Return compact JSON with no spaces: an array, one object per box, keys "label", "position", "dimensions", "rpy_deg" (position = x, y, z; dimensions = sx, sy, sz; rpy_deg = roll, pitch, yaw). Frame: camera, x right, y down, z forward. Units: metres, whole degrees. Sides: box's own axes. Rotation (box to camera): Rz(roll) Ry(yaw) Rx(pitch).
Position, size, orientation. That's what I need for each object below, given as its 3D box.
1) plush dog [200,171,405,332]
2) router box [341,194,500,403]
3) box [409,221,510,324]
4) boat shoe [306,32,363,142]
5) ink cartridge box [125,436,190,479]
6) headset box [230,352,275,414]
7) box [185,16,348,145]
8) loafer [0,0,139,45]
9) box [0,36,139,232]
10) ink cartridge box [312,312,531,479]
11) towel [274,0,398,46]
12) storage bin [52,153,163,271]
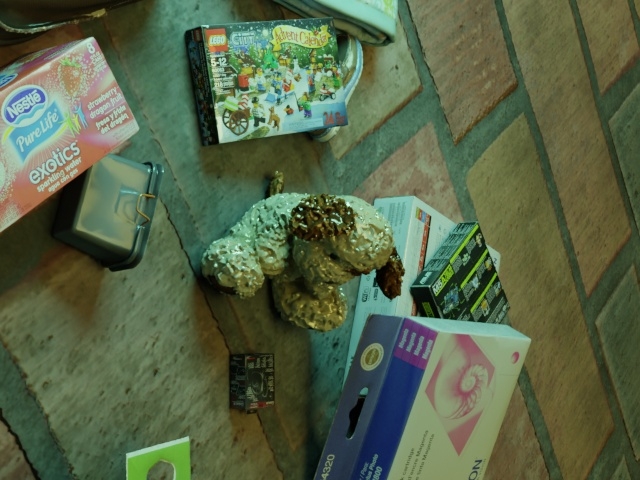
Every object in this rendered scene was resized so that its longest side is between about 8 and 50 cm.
[{"label":"plush dog","position":[0.000,0.000,1.443],"dimensions":[0.262,0.225,0.211],"rpy_deg":[31,64,-46]},{"label":"router box","position":[0.179,0.134,1.773],"dimensions":[0.301,0.082,0.336],"rpy_deg":[30,65,-47]},{"label":"box","position":[0.235,0.095,1.744],"dimensions":[0.191,0.045,0.184],"rpy_deg":[-48,122,-41]},{"label":"boat shoe","position":[0.014,-0.245,1.608],"dimensions":[0.066,0.066,0.183],"rpy_deg":[34,62,-43]},{"label":"ink cartridge box","position":[-0.221,0.359,1.195],"dimensions":[0.189,0.097,0.255],"rpy_deg":[16,73,-74]},{"label":"headset box","position":[-0.094,0.199,1.465],"dimensions":[0.062,0.032,0.083],"rpy_deg":[3,86,-51]},{"label":"box","position":[-0.071,-0.226,1.481],"dimensions":[0.233,0.044,0.159],"rpy_deg":[-14,98,-38]},{"label":"loafer","position":[-0.268,-0.324,1.210],"dimensions":[0.366,0.130,0.134],"rpy_deg":[-37,115,-46]},{"label":"box","position":[-0.334,-0.104,1.113],"dimensions":[0.257,0.128,0.123],"rpy_deg":[-46,122,-42]},{"label":"ink cartridge box","position":[0.159,0.281,1.625],"dimensions":[0.330,0.071,0.324],"rpy_deg":[8,104,-43]},{"label":"towel","position":[0.002,-0.498,1.597],"dimensions":[0.374,0.090,0.321],"rpy_deg":[16,76,-50]},{"label":"storage bin","position":[-0.252,-0.042,1.247],"dimensions":[0.091,0.098,0.135],"rpy_deg":[23,69,-37]}]
